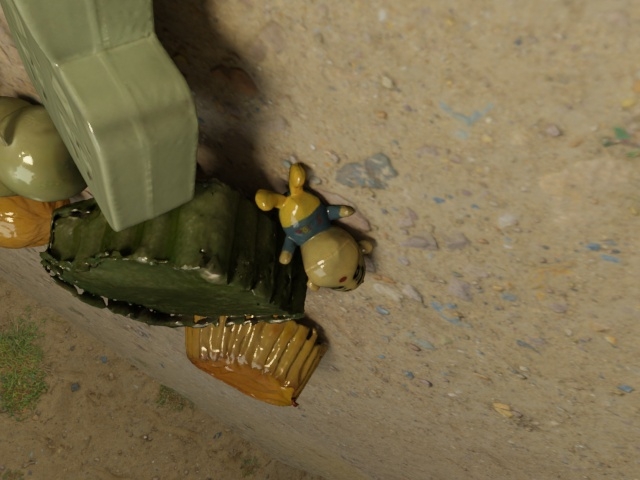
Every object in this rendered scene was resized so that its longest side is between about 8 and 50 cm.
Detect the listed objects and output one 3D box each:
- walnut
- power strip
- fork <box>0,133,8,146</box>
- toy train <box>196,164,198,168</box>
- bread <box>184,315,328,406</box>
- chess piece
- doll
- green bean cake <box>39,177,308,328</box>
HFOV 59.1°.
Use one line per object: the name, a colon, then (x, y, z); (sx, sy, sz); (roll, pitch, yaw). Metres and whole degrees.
walnut: (-0.524, -0.064, 0.959); (0.207, 0.159, 0.159); (19, 151, 22)
power strip: (-0.169, -0.167, 0.455); (0.229, 0.141, 0.261); (55, 155, 15)
fork: (-0.378, -0.211, 0.624); (0.034, 0.028, 0.219); (7, 116, 26)
toy train: (-0.231, -0.116, 0.672); (0.099, 0.072, 0.188); (10, 147, 35)
bread: (-0.128, 0.184, 1.004); (0.274, 0.149, 0.274); (17, 148, 11)
chess piece: (-0.452, -0.130, 0.778); (0.330, 0.182, 0.182); (11, 148, 22)
doll: (0.000, 0.000, 0.637); (0.179, 0.102, 0.089); (46, -168, -36)
green bean cake: (-0.163, 0.022, 0.678); (0.241, 0.132, 0.255); (-4, 159, 27)
